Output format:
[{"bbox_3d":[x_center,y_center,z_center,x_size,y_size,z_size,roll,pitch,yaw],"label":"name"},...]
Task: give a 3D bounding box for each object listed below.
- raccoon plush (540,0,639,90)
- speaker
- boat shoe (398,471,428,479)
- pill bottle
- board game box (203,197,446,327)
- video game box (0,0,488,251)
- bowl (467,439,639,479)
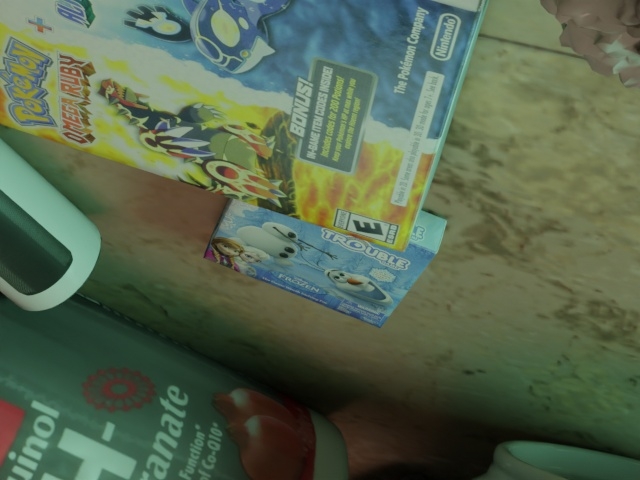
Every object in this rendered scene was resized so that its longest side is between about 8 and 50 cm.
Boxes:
[{"bbox_3d":[0.213,-0.003,0.411,0.216,0.299,0.446,29,152,-20],"label":"raccoon plush"},{"bbox_3d":[-0.161,-0.025,0.876,0.055,0.055,0.136,-3,145,36],"label":"speaker"},{"bbox_3d":[0.017,0.175,1.153,0.206,0.075,0.065,-22,90,59],"label":"boat shoe"},{"bbox_3d":[-0.160,0.106,0.983,0.318,0.176,0.176,28,152,-18],"label":"pill bottle"},{"bbox_3d":[0.000,0.000,0.857,0.090,0.020,0.090,21,152,-5],"label":"board game box"},{"bbox_3d":[-0.037,-0.084,0.698,0.187,0.048,0.205,19,153,4],"label":"video game box"},{"bbox_3d":[0.139,0.178,0.919,0.298,0.134,0.298,13,-177,-1],"label":"bowl"}]
